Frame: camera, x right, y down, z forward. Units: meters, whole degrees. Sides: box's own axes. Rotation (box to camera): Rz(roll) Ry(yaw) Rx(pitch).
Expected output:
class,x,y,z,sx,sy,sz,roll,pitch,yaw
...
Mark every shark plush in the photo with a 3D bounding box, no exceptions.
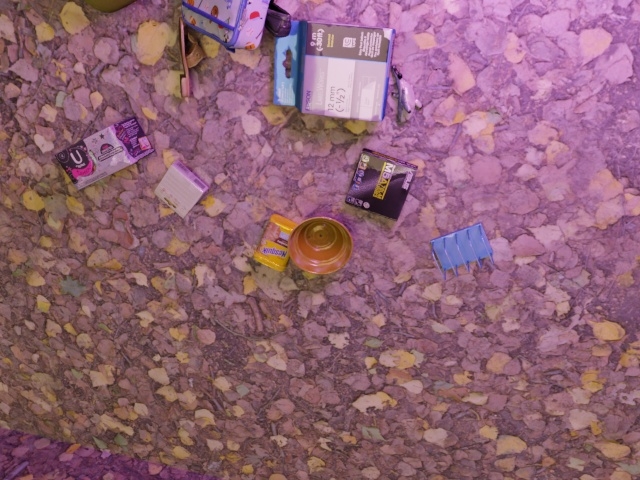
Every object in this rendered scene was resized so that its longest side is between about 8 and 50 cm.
class,x,y,z,sx,sy,sz,roll,pitch,yaw
shark plush,0.232,-0.428,1.458,0.067,0.073,0.161,-4,122,48

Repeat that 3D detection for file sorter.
class,x,y,z,sx,sy,sz,roll,pitch,yaw
file sorter,0.455,0.041,1.594,0.171,0.104,0.118,-21,109,21

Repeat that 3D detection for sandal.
class,x,y,z,sx,sy,sz,roll,pitch,yaw
sandal,-0.394,-0.562,1.542,0.079,0.088,0.239,-4,126,-19

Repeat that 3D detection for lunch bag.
class,x,y,z,sx,sy,sz,roll,pitch,yaw
lunch bag,-0.260,-0.656,1.359,0.303,0.115,0.243,40,121,34

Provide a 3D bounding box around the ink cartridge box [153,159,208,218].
class,x,y,z,sx,sy,sz,roll,pitch,yaw
ink cartridge box,-0.493,-0.178,1.761,0.145,0.045,0.179,42,135,-9

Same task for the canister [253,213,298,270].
class,x,y,z,sx,sy,sz,roll,pitch,yaw
canister,-0.148,0.007,1.737,0.126,0.073,0.169,25,116,0

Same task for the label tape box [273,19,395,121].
class,x,y,z,sx,sy,sz,roll,pitch,yaw
label tape box,0.023,-0.486,1.422,0.348,0.115,0.248,8,115,7

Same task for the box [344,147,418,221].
class,x,y,z,sx,sy,sz,roll,pitch,yaw
box,0.191,-0.176,1.588,0.184,0.045,0.190,21,118,5

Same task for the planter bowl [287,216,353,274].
class,x,y,z,sx,sy,sz,roll,pitch,yaw
planter bowl,0.000,0.000,1.681,0.218,0.090,0.217,0,118,1

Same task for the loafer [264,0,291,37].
class,x,y,z,sx,sy,sz,roll,pitch,yaw
loafer,-0.157,-0.659,1.394,0.223,0.076,0.078,48,139,18

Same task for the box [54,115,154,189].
class,x,y,z,sx,sy,sz,roll,pitch,yaw
box,-0.725,-0.296,1.679,0.248,0.163,0.142,-20,110,20

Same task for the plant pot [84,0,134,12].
class,x,y,z,sx,sy,sz,roll,pitch,yaw
plant pot,-0.559,-0.782,1.380,0.294,0.274,0.274,-28,106,39
